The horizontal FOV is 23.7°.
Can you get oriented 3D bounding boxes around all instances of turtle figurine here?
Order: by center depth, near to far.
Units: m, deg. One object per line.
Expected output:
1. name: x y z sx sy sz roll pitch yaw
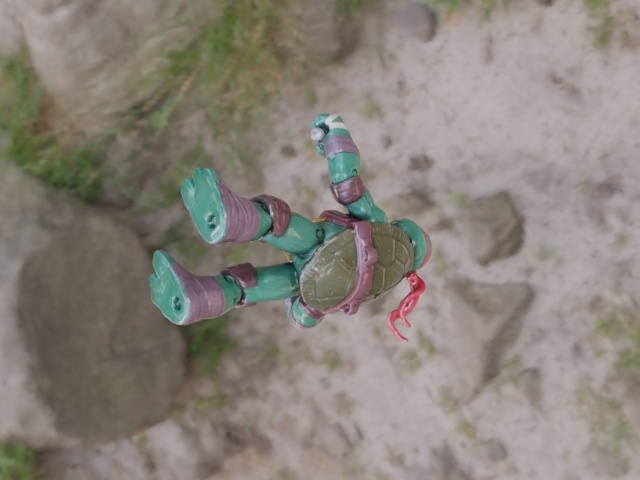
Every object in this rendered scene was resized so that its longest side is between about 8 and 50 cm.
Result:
1. turtle figurine: 0.000 0.000 1.092 0.118 0.234 0.175 31 116 44
